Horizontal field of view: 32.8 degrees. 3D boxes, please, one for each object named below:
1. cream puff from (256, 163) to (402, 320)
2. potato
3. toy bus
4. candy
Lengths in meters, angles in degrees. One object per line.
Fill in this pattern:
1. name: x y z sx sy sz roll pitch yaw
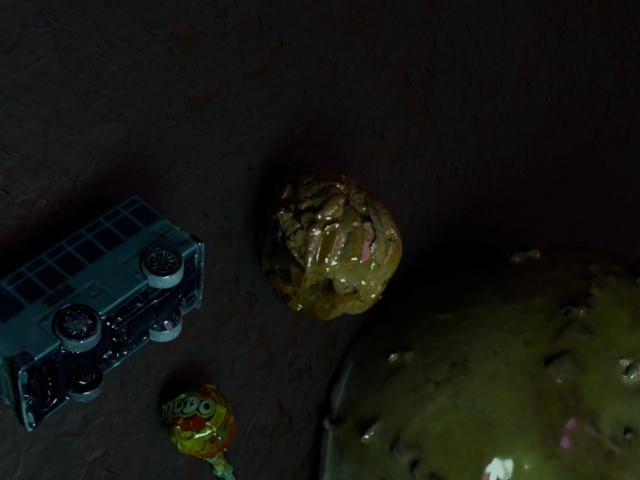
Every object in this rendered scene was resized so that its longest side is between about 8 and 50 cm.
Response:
1. cream puff: 0.000 0.000 0.891 0.104 0.119 0.133 -14 82 -24
2. potato: 0.234 0.213 1.004 0.385 0.319 0.442 27 70 -40
3. toy bus: -0.163 0.045 0.745 0.160 0.092 0.079 -38 153 -33
4. candy: -0.077 0.194 0.906 0.060 0.060 0.201 -46 135 -28
